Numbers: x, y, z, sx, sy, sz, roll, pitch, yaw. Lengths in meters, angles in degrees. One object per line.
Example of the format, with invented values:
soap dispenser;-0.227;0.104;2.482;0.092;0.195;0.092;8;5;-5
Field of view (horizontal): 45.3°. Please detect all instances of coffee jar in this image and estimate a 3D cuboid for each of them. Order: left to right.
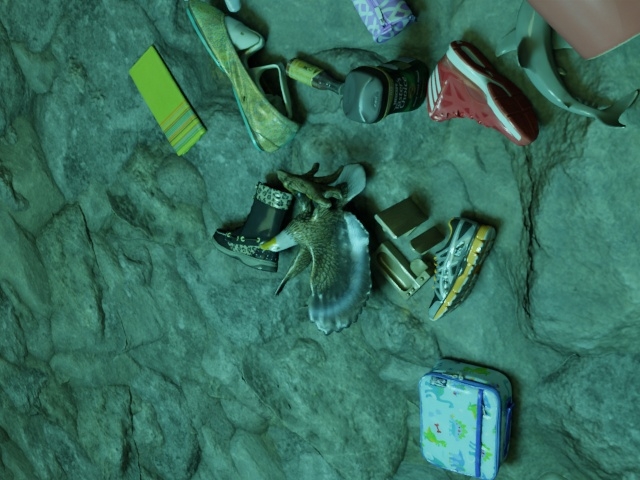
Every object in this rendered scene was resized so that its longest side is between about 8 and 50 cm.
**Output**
coffee jar;0.112;-0.261;1.332;0.079;0.184;0.096;22;119;28

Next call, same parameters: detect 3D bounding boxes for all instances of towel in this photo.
towel;-0.349;-0.318;1.754;0.102;0.021;0.237;-35;84;33

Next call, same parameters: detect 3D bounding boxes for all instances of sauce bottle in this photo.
sauce bottle;-0.008;-0.317;1.492;0.128;0.042;0.042;27;121;23

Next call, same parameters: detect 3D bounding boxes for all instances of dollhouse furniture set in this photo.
dollhouse furniture set;0.142;0.032;1.459;0.144;0.123;0.151;49;128;11

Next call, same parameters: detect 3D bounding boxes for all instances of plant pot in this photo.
plant pot;0.385;-0.403;1.051;0.275;0.275;0.243;-29;99;39

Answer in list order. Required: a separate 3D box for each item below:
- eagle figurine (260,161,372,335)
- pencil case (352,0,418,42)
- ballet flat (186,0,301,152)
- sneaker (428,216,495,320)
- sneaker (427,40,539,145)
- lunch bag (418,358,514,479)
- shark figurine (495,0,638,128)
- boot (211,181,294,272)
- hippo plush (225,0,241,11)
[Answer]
eagle figurine;-0.011;0.002;1.514;0.225;0.226;0.298;-4;123;14
pencil case;0.081;-0.445;1.349;0.086;0.088;0.206;-35;84;37
ballet flat;-0.144;-0.349;1.544;0.123;0.123;0.348;-27;89;39
sneaker;0.246;0.052;1.424;0.083;0.084;0.215;32;112;23
sneaker;0.269;-0.224;1.313;0.221;0.087;0.128;58;139;19
lunch bag;0.285;0.350;1.500;0.176;0.090;0.219;11;114;29
shark figurine;0.357;-0.269;1.202;0.166;0.116;0.278;-31;86;40
boot;-0.145;-0.042;1.672;0.236;0.085;0.178;25;101;52
hippo plush;-0.235;-0.566;1.444;0.294;0.236;0.234;22;109;41
